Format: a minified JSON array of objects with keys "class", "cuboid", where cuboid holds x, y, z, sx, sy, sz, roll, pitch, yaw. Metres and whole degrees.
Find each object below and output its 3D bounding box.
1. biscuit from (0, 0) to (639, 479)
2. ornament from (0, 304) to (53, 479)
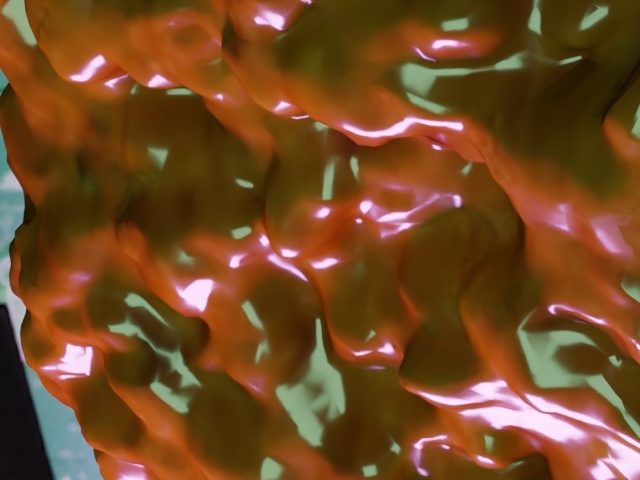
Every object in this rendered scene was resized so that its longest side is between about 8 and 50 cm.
[{"class":"biscuit","cuboid":[0.000,0.000,0.540,0.318,0.110,0.312,19,128,30]},{"class":"ornament","cuboid":[-0.250,0.135,0.729,0.196,0.166,0.153,-4,109,28]}]
